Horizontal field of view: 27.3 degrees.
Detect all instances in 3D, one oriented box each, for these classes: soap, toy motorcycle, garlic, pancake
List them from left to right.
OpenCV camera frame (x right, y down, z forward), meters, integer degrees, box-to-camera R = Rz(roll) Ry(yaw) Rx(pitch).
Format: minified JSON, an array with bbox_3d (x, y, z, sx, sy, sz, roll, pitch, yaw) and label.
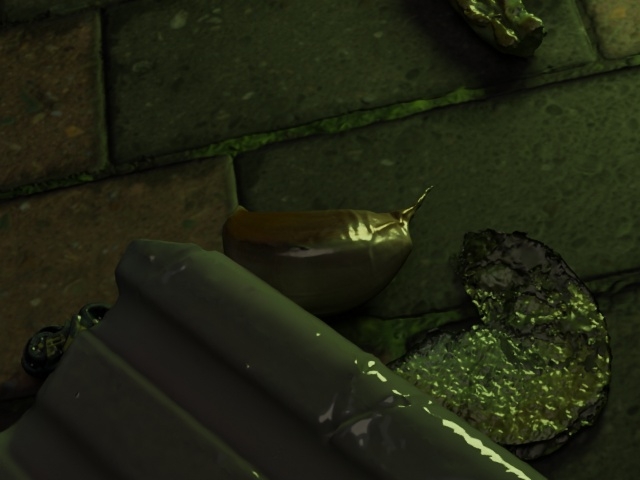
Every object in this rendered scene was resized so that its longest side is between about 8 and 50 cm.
[{"bbox_3d":[-0.178,0.111,1.157,0.124,0.061,0.193,-44,50,-11],"label":"toy motorcycle"},{"bbox_3d":[-0.039,0.245,0.869,0.435,0.213,0.350,29,71,37],"label":"soap"},{"bbox_3d":[0.009,0.004,1.186,0.198,0.090,0.128,-12,41,8],"label":"garlic"},{"bbox_3d":[0.207,-0.353,1.394,0.197,0.054,0.376,-1,66,25],"label":"pancake"}]

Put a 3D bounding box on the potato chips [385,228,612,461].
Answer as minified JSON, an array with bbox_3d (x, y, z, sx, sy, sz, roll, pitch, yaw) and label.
[{"bbox_3d":[0.152,0.088,1.134,0.202,0.029,0.220,10,60,17],"label":"potato chips"}]
